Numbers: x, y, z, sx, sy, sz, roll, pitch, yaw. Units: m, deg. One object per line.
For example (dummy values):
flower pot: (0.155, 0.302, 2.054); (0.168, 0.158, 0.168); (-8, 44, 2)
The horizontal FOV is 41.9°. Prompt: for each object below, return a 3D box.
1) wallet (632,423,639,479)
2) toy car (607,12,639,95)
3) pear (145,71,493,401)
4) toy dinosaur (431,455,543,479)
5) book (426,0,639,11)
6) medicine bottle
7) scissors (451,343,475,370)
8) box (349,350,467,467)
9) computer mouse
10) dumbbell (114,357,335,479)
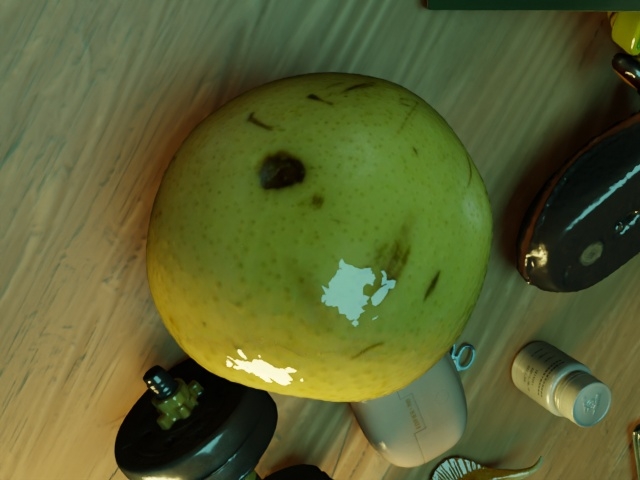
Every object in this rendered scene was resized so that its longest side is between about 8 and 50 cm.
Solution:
wallet: (0.646, 0.357, 1.384); (0.290, 0.054, 0.252); (-18, 108, -12)
toy car: (0.445, -0.283, 1.046); (0.200, 0.142, 0.247); (-45, 139, 19)
pear: (0.000, 0.000, 0.836); (0.348, 0.348, 0.349); (-7, 108, -22)
toy dinosaur: (0.206, 0.357, 1.200); (0.142, 0.057, 0.212); (41, 75, -9)
book: (0.253, -0.357, 0.925); (0.264, 0.027, 0.202); (3, 107, 11)
medicine bottle: (0.332, 0.198, 1.151); (0.080, 0.130, 0.080); (-7, 108, -22)
scissors: (0.172, 0.194, 1.146); (0.058, 0.014, 0.119); (17, 96, -21)
box: (0.111, 0.197, 1.075); (0.145, 0.088, 0.200); (-27, 113, -7)
computer mouse: (0.381, -0.064, 1.083); (0.323, 0.116, 0.183); (-40, 139, 7)
dumbbell: (-0.084, 0.284, 0.966); (0.185, 0.185, 0.388); (-37, 117, -9)
